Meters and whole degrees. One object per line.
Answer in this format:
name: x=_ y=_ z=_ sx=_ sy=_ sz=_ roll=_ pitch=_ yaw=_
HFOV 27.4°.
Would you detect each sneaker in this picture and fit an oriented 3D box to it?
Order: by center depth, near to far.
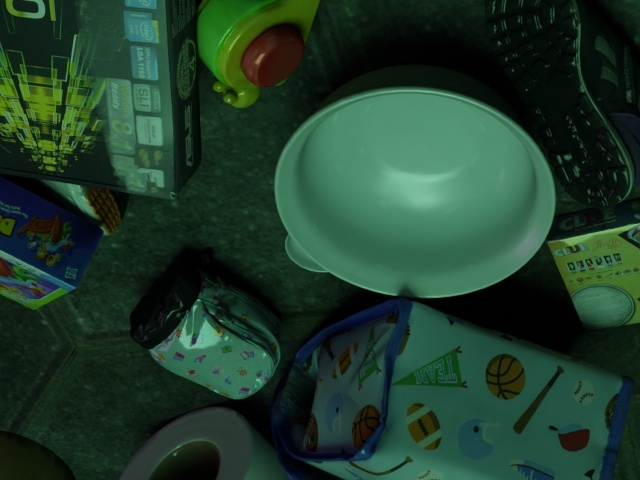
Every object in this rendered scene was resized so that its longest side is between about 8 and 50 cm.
sneaker: x=0.261 y=-0.183 z=1.326 sx=0.107 sy=0.124 sz=0.283 roll=-6 pitch=113 yaw=46
sneaker: x=-0.320 y=-0.110 z=1.505 sx=0.121 sy=0.099 sz=0.262 roll=-10 pitch=124 yaw=29

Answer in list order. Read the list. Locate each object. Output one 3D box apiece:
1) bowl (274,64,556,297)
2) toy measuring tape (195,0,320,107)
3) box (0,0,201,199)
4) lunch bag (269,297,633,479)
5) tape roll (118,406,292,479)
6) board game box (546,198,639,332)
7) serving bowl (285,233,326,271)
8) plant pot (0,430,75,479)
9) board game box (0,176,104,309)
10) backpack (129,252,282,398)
bowl: x=0.104 y=-0.085 z=1.413 sx=0.298 sy=0.134 sz=0.298 roll=5 pitch=135 yaw=5
toy measuring tape: x=-0.056 y=-0.254 z=1.285 sx=0.121 sy=0.121 sz=0.330 roll=16 pitch=134 yaw=-6
box: x=-0.280 y=-0.248 z=1.275 sx=0.318 sy=0.097 sz=0.394 roll=8 pitch=122 yaw=11
lunch bag: x=0.137 y=0.239 z=1.637 sx=0.328 sy=0.238 sz=0.385 roll=23 pitch=164 yaw=-17
tape roll: x=-0.149 y=0.378 z=1.837 sx=0.246 sy=0.246 sz=0.169 roll=-19 pitch=128 yaw=26
board game box: x=0.403 y=0.019 z=1.525 sx=0.243 sy=0.042 sz=0.165 roll=-12 pitch=131 yaw=21
serving bowl: x=0.000 y=0.000 z=1.589 sx=0.083 sy=0.027 sz=0.083 roll=5 pitch=135 yaw=5
plant pot: x=-0.512 y=0.456 z=1.972 sx=0.237 sy=0.254 sz=0.237 roll=4 pitch=135 yaw=4
board game box: x=-0.448 y=-0.040 z=1.527 sx=0.347 sy=0.078 sz=0.233 roll=28 pitch=161 yaw=-17
backpack: x=-0.137 y=0.118 z=1.670 sx=0.182 sy=0.115 sz=0.152 roll=31 pitch=129 yaw=-22
